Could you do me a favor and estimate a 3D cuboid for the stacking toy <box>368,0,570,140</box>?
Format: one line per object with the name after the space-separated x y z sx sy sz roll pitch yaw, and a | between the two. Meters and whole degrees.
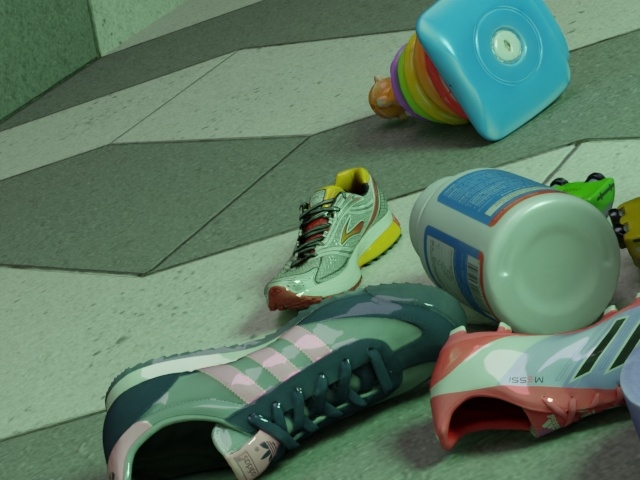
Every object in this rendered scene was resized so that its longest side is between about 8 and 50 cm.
0.145 -0.197 2.218 0.166 0.175 0.302 -38 9 -28 | stacking toy

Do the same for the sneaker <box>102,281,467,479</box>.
-0.027 0.138 1.490 0.319 0.112 0.131 -21 34 13 | sneaker

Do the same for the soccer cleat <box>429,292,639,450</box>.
0.197 0.101 1.355 0.248 0.083 0.095 -9 51 25 | soccer cleat

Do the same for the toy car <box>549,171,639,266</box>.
0.277 -0.031 1.664 0.225 0.053 0.239 -7 22 43 | toy car

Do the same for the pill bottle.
0.157 0.003 1.588 0.124 0.124 0.221 -26 18 -11 | pill bottle

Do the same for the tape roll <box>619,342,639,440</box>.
0.297 0.099 1.203 0.189 0.080 0.189 -21 17 7 | tape roll

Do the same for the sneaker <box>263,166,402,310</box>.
0.000 0.000 1.847 0.088 0.093 0.225 -12 20 30 | sneaker
